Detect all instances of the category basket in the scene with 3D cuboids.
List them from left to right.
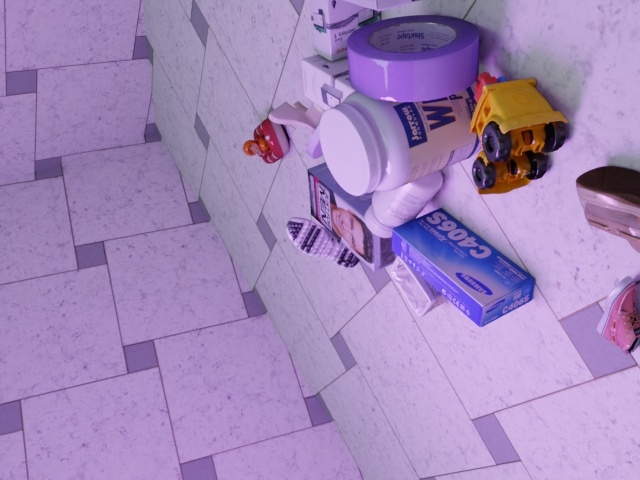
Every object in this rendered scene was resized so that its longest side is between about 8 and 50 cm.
[{"bbox_3d":[0.290,0.112,1.977,0.167,0.103,0.113,57,156,21],"label":"basket"}]

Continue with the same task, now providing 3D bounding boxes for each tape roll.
[{"bbox_3d":[0.194,-0.388,1.472,0.275,0.274,0.090,41,146,47],"label":"tape roll"}]

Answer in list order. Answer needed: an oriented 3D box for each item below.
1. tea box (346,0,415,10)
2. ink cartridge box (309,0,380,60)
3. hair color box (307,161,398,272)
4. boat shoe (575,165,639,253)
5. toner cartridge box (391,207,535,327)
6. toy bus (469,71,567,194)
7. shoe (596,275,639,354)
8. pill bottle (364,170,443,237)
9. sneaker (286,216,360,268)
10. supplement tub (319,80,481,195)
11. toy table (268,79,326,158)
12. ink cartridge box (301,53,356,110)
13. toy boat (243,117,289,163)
[{"bbox_3d":[0.140,-0.601,1.320,0.329,0.323,0.220,41,146,48],"label":"tea box"},{"bbox_3d":[0.062,-0.578,1.739,0.092,0.160,0.219,44,150,44],"label":"ink cartridge box"},{"bbox_3d":[0.103,-0.085,2.193,0.374,0.113,0.185,43,148,44],"label":"hair color box"},{"bbox_3d":[0.576,-0.033,1.183,0.341,0.121,0.110,-134,24,-62],"label":"boat shoe"},{"bbox_3d":[0.342,0.056,1.724,0.348,0.165,0.075,44,149,42],"label":"toner cartridge box"},{"bbox_3d":[0.370,-0.230,1.429,0.220,0.149,0.211,98,155,-57],"label":"toy bus"},{"bbox_3d":[0.602,0.149,1.367,0.081,0.063,0.178,48,157,36],"label":"shoe"},{"bbox_3d":[0.209,-0.112,1.832,0.131,0.131,0.229,58,140,21],"label":"pill bottle"},{"bbox_3d":[0.000,0.000,2.364,0.292,0.110,0.118,29,-168,-27],"label":"sneaker"},{"bbox_3d":[0.185,-0.248,1.564,0.235,0.324,0.235,48,152,37],"label":"supplement tub"},{"bbox_3d":[-0.010,-0.371,2.033,0.161,0.252,0.274,47,144,5],"label":"toy table"},{"bbox_3d":[0.106,-0.392,1.770,0.273,0.198,0.115,43,147,44],"label":"ink cartridge box"},{"bbox_3d":[-0.216,-0.358,2.596,0.151,0.151,0.231,67,158,-2],"label":"toy boat"}]
